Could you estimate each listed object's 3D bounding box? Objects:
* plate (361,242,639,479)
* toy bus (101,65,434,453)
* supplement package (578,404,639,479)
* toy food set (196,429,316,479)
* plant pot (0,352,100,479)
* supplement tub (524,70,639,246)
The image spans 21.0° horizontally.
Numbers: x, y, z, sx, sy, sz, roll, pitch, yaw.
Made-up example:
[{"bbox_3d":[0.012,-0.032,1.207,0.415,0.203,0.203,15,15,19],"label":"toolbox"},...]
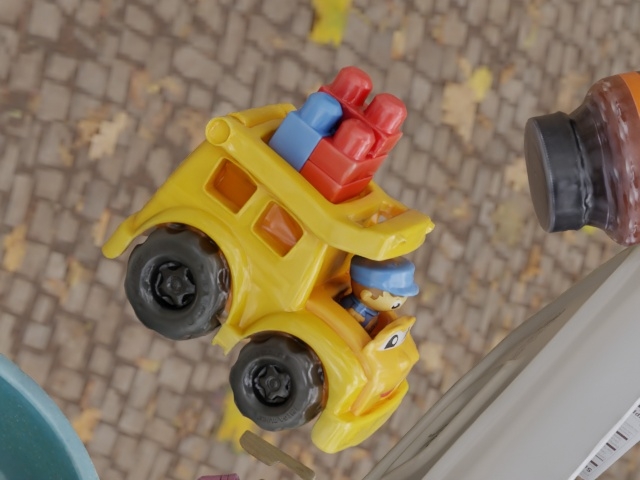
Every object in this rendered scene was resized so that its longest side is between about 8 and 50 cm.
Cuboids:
[{"bbox_3d":[0.074,0.102,0.837,0.045,0.277,0.278,46,63,3],"label":"plate"},{"bbox_3d":[0.000,0.000,1.167,0.211,0.220,0.149,-52,168,21],"label":"toy bus"},{"bbox_3d":[0.329,0.120,1.872,0.244,0.134,0.139,-49,-176,33],"label":"supplement package"},{"bbox_3d":[-0.058,0.173,1.003,0.122,0.078,0.019,-50,148,-19],"label":"toy food set"},{"bbox_3d":[-0.371,0.270,1.237,0.341,0.334,0.341,18,51,-24],"label":"plant pot"},{"bbox_3d":[0.224,-0.054,1.025,0.106,0.198,0.106,171,-90,-88],"label":"supplement tub"}]
